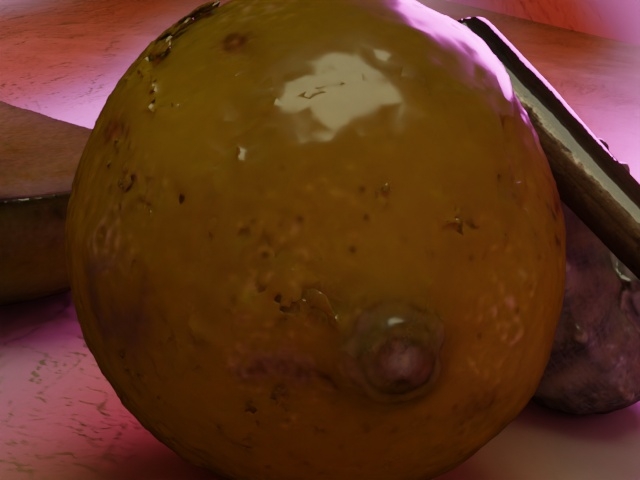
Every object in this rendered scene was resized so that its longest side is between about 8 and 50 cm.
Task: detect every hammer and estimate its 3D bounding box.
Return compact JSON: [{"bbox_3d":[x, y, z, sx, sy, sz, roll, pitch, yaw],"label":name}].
[{"bbox_3d":[0.201,0.023,0.819,0.168,0.044,0.440,-10,49,-42],"label":"hammer"}]

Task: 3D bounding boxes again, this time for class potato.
[{"bbox_3d":[-0.260,-0.011,0.999,0.269,0.112,0.255,14,21,33],"label":"potato"}]

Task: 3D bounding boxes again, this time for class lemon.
[{"bbox_3d":[0.000,0.000,0.769,0.258,0.258,0.310,4,20,-8],"label":"lemon"}]

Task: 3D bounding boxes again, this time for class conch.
[{"bbox_3d":[0.138,0.004,0.989,0.291,0.159,0.210,13,29,36],"label":"conch"}]
